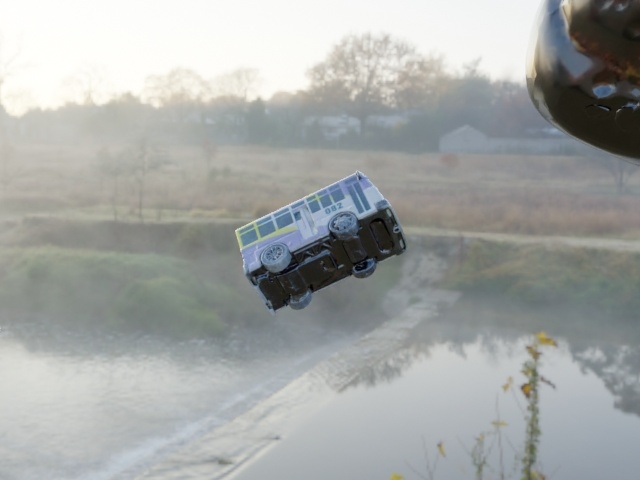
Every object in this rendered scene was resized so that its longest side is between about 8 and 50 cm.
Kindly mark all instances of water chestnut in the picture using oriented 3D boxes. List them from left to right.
[{"bbox_3d":[0.326,-0.189,0.661,0.289,0.289,0.244,5,29,40],"label":"water chestnut"}]

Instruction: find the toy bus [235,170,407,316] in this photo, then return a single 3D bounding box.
[{"bbox_3d":[0.000,0.000,0.498,0.102,0.052,0.058,-26,42,2],"label":"toy bus"}]
